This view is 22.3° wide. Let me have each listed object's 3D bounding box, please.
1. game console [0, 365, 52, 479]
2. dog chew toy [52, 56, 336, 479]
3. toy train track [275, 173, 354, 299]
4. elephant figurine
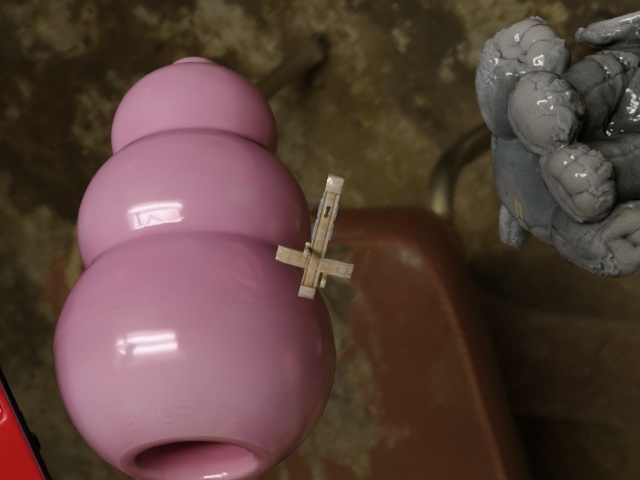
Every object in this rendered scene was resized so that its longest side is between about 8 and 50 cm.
[{"bbox_3d":[-0.282,0.132,1.276,0.342,0.060,0.386,63,161,-9],"label":"game console"},{"bbox_3d":[-0.093,0.011,1.222,0.206,0.332,0.206,-1,153,-1],"label":"dog chew toy"},{"bbox_3d":[0.000,0.000,0.979,0.048,0.014,0.083,14,115,-1],"label":"toy train track"},{"bbox_3d":[0.225,-0.088,0.972,0.186,0.239,0.169,44,160,59],"label":"elephant figurine"}]
